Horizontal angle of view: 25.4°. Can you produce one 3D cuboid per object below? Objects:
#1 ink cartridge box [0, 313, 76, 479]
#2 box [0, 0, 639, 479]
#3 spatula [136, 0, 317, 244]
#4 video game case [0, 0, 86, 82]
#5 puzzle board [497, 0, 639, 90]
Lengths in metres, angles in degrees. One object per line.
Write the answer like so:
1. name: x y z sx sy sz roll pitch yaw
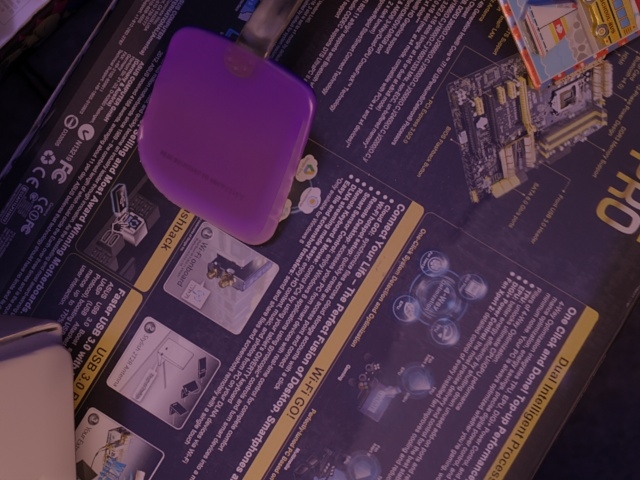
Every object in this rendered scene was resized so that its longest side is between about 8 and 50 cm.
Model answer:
1. ink cartridge box: -0.258 0.131 0.674 0.272 0.114 0.198 4 100 26
2. box: 0.000 0.000 0.754 0.318 0.097 0.395 30 85 9
3. spatula: -0.005 -0.140 0.661 0.084 0.030 0.296 28 104 9
4. video game case: -0.197 -0.239 0.823 0.210 0.042 0.232 -45 82 -2
5. puzzle board: 0.123 -0.147 0.682 0.096 0.011 0.128 -30 116 -4
